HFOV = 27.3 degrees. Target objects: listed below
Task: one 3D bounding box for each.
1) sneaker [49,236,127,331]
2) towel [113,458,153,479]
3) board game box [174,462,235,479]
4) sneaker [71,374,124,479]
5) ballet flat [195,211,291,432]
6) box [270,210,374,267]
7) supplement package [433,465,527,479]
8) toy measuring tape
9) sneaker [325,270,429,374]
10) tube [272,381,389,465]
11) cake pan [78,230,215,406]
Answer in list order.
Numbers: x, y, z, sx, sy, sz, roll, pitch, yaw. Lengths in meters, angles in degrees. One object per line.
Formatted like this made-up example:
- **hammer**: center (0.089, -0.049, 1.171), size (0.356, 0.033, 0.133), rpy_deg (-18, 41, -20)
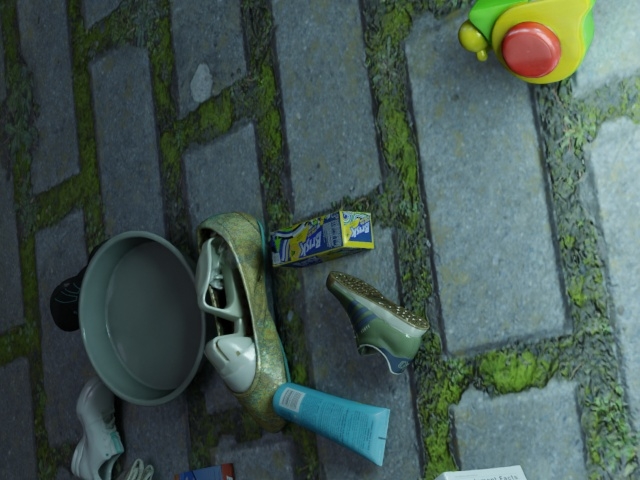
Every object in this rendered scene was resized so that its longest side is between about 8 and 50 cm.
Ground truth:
- **sneaker**: center (-0.405, 0.102, 2.364), size (0.267, 0.101, 0.106), rpy_deg (-46, 56, 40)
- **towel**: center (-0.386, 0.511, 2.299), size (0.282, 0.049, 0.187), rpy_deg (-44, 19, 43)
- **board game box**: center (-0.172, 0.507, 2.110), size (0.145, 0.027, 0.281), rpy_deg (-21, 72, 48)
- **sneaker**: center (-0.387, 0.346, 2.364), size (0.094, 0.080, 0.212), rpy_deg (25, 115, 37)
- **ballet flat**: center (-0.130, 0.124, 2.003), size (0.123, 0.123, 0.348), rpy_deg (-25, 70, 49)
- **box**: center (0.000, 0.000, 1.888), size (0.169, 0.059, 0.054), rpy_deg (-15, 75, 50)
- **supplement package**: center (0.200, 0.406, 1.555), size (0.134, 0.139, 0.244), rpy_deg (-48, 52, 38)
- **toy measuring tape**: center (0.309, -0.246, 1.494), size (0.330, 0.121, 0.121), rpy_deg (-6, 84, 34)
- **sneaker**: center (0.063, 0.115, 1.797), size (0.192, 0.064, 0.086), rpy_deg (32, 108, 44)
- **tube**: center (0.018, 0.252, 1.869), size (0.207, 0.052, 0.080), rpy_deg (15, 105, 46)
- **cake pan**: center (-0.285, 0.128, 2.196), size (0.293, 0.054, 0.293), rpy_deg (3, 95, 37)
